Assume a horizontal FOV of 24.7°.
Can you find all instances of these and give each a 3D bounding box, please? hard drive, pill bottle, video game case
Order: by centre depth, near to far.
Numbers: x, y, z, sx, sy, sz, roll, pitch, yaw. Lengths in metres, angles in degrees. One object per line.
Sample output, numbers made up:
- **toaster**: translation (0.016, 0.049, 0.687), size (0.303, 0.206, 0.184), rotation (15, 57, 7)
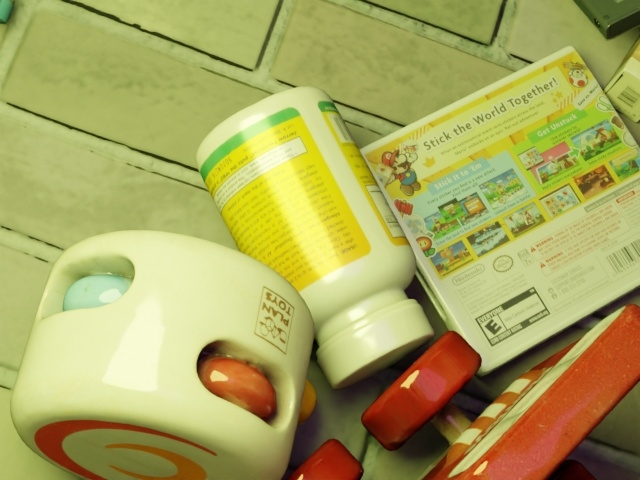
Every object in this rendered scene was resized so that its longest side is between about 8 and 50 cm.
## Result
- **pill bottle**: translation (0.000, 0.000, 1.097), size (0.117, 0.117, 0.208), rotation (-24, 78, -18)
- **video game case**: translation (0.169, -0.029, 1.191), size (0.227, 0.026, 0.206), rotation (-27, 79, -18)
- **hard drive**: translation (0.249, -0.239, 1.246), size (0.094, 0.022, 0.135), rotation (-27, 56, -5)

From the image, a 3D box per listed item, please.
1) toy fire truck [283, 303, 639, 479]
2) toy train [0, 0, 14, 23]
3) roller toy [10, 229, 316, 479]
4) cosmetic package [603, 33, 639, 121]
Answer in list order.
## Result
- **toy fire truck**: translation (0.086, 0.173, 0.981), size (0.302, 0.254, 0.169), rotation (-40, 83, -21)
- **toy train**: translation (-0.328, -0.275, 1.141), size (0.248, 0.105, 0.143), rotation (21, 82, -4)
- **roller toy**: translation (-0.102, 0.085, 1.002), size (0.209, 0.191, 0.146), rotation (12, 63, 0)
- **cosmetic package**: translation (0.290, -0.163, 1.244), size (0.041, 0.060, 0.115), rotation (34, 67, 2)
